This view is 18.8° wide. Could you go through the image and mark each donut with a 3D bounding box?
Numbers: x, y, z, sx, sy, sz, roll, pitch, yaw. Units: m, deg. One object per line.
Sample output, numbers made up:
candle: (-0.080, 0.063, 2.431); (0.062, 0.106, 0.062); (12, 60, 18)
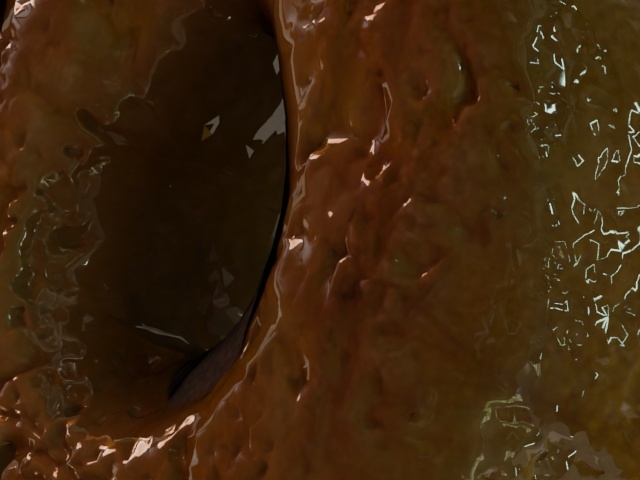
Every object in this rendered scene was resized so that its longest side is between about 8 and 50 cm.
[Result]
donut: (0.000, 0.000, 0.577); (0.299, 0.150, 0.317); (-27, -117, 36)
